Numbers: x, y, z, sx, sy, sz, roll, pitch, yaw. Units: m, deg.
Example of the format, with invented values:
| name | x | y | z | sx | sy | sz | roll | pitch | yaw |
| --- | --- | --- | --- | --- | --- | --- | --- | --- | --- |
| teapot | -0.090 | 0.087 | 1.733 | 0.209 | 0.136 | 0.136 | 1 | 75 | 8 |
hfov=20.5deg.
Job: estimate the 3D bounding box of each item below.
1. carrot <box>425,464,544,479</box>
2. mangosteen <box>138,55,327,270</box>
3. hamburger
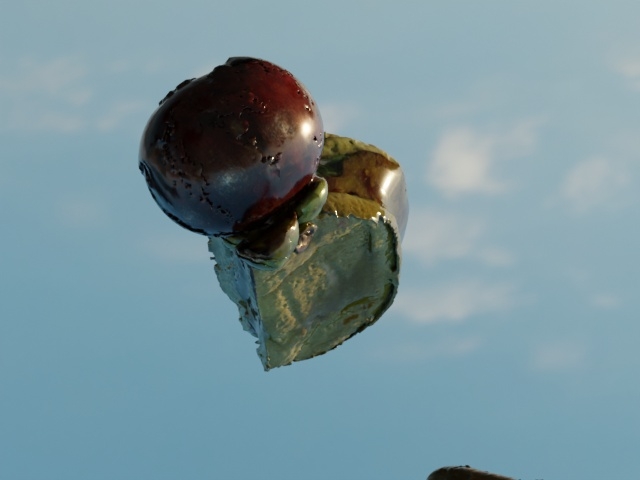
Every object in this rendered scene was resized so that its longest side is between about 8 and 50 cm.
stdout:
| name | x | y | z | sx | sy | sz | roll | pitch | yaw |
| --- | --- | --- | --- | --- | --- | --- | --- | --- | --- |
| carrot | 0.177 | 0.218 | 1.448 | 0.049 | 0.049 | 0.254 | -33 | -157 | -37 |
| mangosteen | -0.065 | -0.064 | 1.525 | 0.166 | 0.180 | 0.166 | -30 | -170 | 6 |
| hamburger | 0.000 | 0.000 | 1.835 | 0.211 | 0.309 | 0.132 | -22 | -125 | -11 |
